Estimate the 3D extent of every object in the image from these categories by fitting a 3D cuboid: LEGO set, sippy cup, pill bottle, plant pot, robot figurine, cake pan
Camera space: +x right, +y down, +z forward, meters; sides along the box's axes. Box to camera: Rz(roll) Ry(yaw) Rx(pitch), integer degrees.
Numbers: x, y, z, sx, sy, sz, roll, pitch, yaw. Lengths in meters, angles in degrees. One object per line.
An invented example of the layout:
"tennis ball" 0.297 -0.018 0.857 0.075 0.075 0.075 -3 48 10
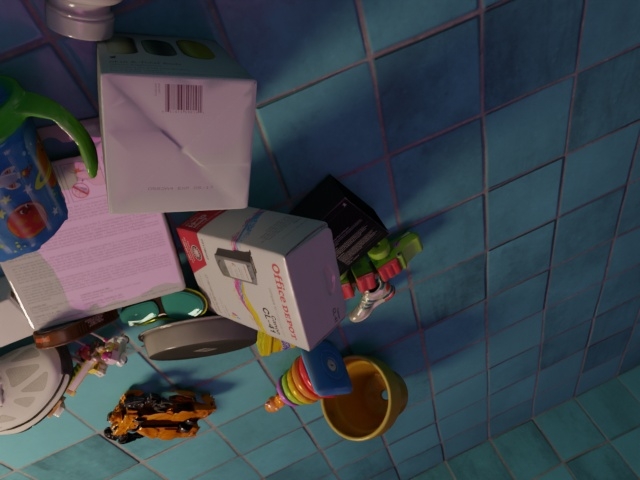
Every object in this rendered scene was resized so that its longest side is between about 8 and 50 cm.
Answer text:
"LEGO set" -0.566 0.282 1.192 0.287 0.132 0.107 -36 127 17
"sippy cup" -0.512 -0.094 0.782 0.305 0.240 0.224 11 137 23
"pill bottle" -0.320 -0.393 0.689 0.124 0.124 0.222 1 129 -27
"plant pot" 0.165 0.501 1.673 0.254 0.254 0.239 -45 148 17
"robot figurine" -0.455 0.490 1.456 0.290 0.085 0.211 18 119 -38
"cake pan" -0.280 0.236 1.233 0.292 0.054 0.293 -10 162 -3

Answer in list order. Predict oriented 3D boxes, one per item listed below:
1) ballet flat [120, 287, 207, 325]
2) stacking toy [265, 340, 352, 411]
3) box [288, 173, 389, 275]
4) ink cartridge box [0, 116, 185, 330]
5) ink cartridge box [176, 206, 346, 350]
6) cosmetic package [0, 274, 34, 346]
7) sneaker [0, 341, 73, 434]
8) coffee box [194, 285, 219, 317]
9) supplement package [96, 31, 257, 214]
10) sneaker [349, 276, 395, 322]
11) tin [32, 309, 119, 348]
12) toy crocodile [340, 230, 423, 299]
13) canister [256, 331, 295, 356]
"ballet flat" -0.342 0.141 1.160 0.230 0.077 0.077 -13 100 20
"stacking toy" -0.066 0.446 1.578 0.302 0.166 0.175 -40 148 28
"box" 0.000 0.000 1.220 0.261 0.103 0.184 -42 137 15
"ink cartridge box" -0.459 -0.038 1.000 0.307 0.091 0.385 -15 118 -13
"ink cartridge box" -0.119 0.061 1.035 0.131 0.306 0.226 -38 127 -38
"cosmetic package" -0.704 0.167 1.041 0.230 0.086 0.117 -22 136 -9
"sneaker" -0.752 0.351 1.059 0.447 0.169 0.257 -31 165 5
"coffee box" -0.232 0.116 1.255 0.113 0.040 0.184 25 115 -39
"supplement package" -0.234 -0.190 0.798 0.199 0.263 0.198 -4 122 -23
"sneaker" 0.133 0.165 1.479 0.161 0.057 0.075 -40 118 13
"tin" -0.512 0.175 1.090 0.106 0.189 0.040 -13 98 22
"toy crocodile" 0.117 0.085 1.352 0.340 0.105 0.115 -27 136 -2
"canister" -0.086 0.246 1.424 0.169 0.073 0.126 -9 133 -21
